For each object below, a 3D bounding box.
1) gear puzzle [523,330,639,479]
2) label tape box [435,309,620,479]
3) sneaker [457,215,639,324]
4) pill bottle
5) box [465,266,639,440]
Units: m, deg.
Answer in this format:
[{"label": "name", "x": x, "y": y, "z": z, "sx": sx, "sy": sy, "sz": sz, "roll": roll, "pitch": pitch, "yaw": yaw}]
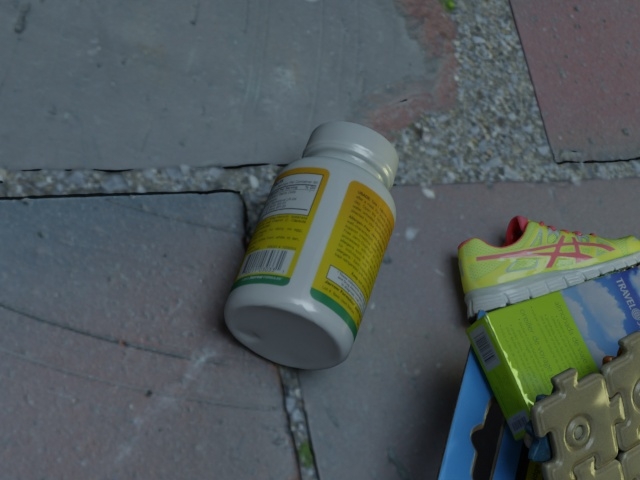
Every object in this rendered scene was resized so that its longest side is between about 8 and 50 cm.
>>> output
[{"label": "gear puzzle", "x": 0.305, "y": 0.143, "z": 1.351, "sx": 0.339, "sy": 0.044, "sz": 0.175, "roll": -23, "pitch": 108, "yaw": -30}, {"label": "label tape box", "x": 0.239, "y": 0.242, "z": 1.390, "sx": 0.333, "sy": 0.106, "sz": 0.241, "roll": 25, "pitch": 59, "yaw": -11}, {"label": "sneaker", "x": 0.223, "y": 0.014, "z": 1.503, "sx": 0.208, "sy": 0.081, "sz": 0.094, "roll": -12, "pitch": 70, "yaw": -27}, {"label": "pill bottle", "x": 0.000, "y": 0.000, "z": 1.388, "sx": 0.117, "sy": 0.117, "sz": 0.208, "roll": 26, "pitch": 59, "yaw": -11}, {"label": "box", "x": 0.225, "y": 0.096, "z": 1.364, "sx": 0.178, "sy": 0.042, "sz": 0.109, "roll": -15, "pitch": 74, "yaw": -30}]
